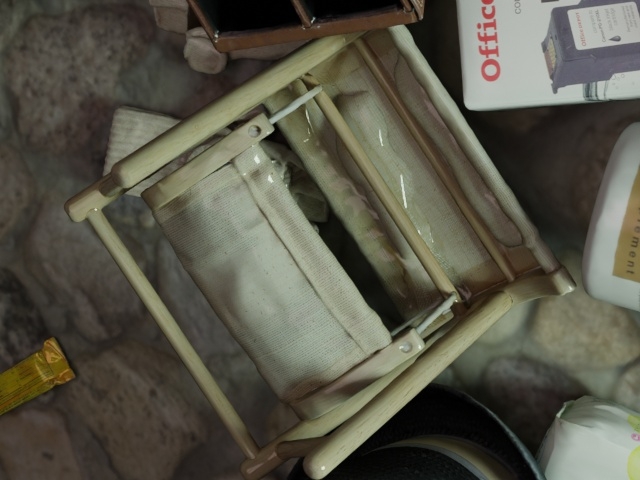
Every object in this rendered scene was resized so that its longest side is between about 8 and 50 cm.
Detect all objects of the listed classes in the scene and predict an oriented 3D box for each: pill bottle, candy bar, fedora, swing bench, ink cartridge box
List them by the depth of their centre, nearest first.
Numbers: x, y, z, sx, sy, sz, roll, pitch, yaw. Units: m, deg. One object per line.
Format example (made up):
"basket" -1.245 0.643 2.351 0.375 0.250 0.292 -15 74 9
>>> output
"pill bottle" 0.307 0.006 1.113 0.229 0.131 0.131 15 100 18
"ink cartridge box" 0.217 -0.185 1.142 0.237 0.100 0.172 -4 94 20
"swing bench" 0.000 0.000 1.167 0.254 0.165 0.253 -35 95 -22
"fedora" 0.019 0.261 1.173 0.334 0.152 0.334 -8 78 45
"candy bar" -0.283 0.137 1.398 0.161 0.018 0.040 -31 81 20

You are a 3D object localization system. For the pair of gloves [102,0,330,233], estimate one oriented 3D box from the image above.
"pair of gloves" -0.065 -0.117 1.282 0.204 0.042 0.240 22 103 16

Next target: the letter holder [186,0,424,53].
"letter holder" -0.023 -0.317 1.084 0.152 0.214 0.302 -6 57 21

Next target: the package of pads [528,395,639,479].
"package of pads" 0.271 0.267 1.167 0.296 0.101 0.229 23 103 16
